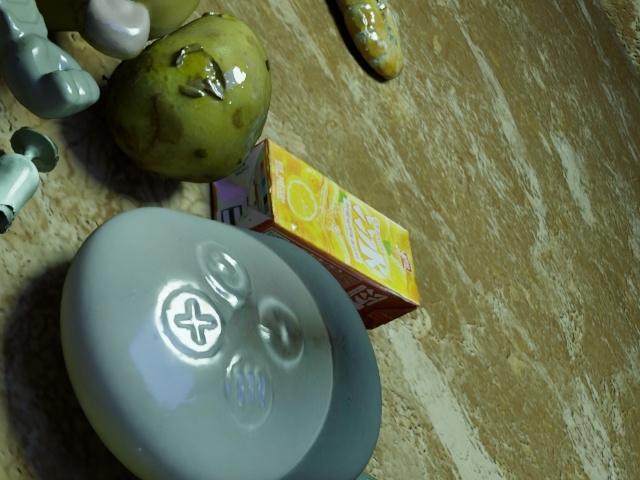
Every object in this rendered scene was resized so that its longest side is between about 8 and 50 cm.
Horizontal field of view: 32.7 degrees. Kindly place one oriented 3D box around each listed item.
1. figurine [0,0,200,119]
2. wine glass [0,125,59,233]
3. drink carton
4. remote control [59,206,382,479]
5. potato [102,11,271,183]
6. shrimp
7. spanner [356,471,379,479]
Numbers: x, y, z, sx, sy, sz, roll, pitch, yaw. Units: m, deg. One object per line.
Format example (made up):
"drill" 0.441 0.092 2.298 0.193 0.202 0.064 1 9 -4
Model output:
"figurine" -0.211 -0.245 0.800 0.285 0.167 0.343 28 65 -33
"wine glass" -0.216 -0.039 0.768 0.039 0.042 0.083 16 45 -1
"drink carton" 0.000 0.000 1.029 0.223 0.071 0.096 30 42 -44
"remote control" -0.062 0.088 0.833 0.332 0.103 0.221 16 56 -53
"potato" -0.101 -0.119 0.914 0.137 0.137 0.176 55 42 -12
"shrimp" 0.057 -0.291 1.379 0.188 0.051 0.132 70 18 -2
"spanner" 0.113 0.319 0.926 0.325 0.026 0.093 47 28 1
